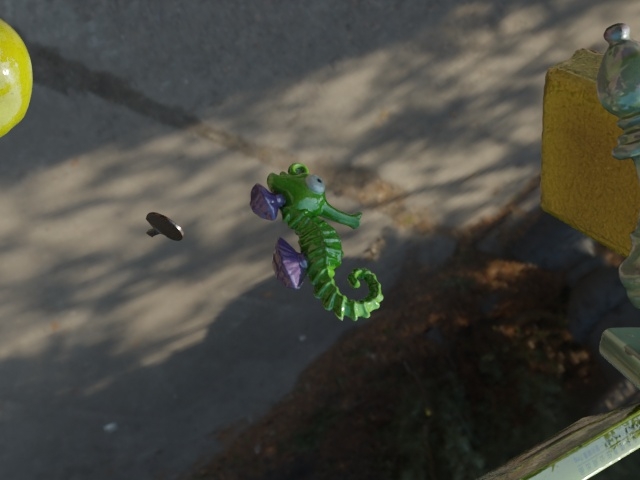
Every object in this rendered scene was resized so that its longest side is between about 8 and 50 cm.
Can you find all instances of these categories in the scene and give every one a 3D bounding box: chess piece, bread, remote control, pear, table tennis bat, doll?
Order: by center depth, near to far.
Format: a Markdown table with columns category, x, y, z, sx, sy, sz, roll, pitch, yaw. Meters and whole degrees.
| category | x | y | z | sx | sy | sz | roll | pitch | yaw |
| --- | --- | --- | --- | --- | --- | --- | --- | --- | --- |
| chess piece | 0.325 | -0.078 | 1.061 | 0.139 | 0.271 | 0.139 | -17 | 180 | 0 |
| doll | 0.000 | 0.000 | 1.118 | 0.115 | 0.190 | 0.050 | -8 | 151 | -24 |
| table tennis bat | -0.190 | -0.015 | 1.328 | 0.007 | 0.050 | 0.083 | -58 | -163 | -22 |
| pear | -0.467 | -0.214 | 1.426 | 0.198 | 0.198 | 0.198 | -20 | 148 | -13 |
| remote control | 0.502 | 0.192 | 1.517 | 0.140 | 0.296 | 0.056 | 2 | 106 | -12 |
| bread | 0.549 | -0.149 | 2.016 | 0.143 | 0.333 | 0.323 | -21 | 125 | -26 |

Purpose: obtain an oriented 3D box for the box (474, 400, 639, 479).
| category | x | y | z | sx | sy | sz | roll | pitch | yaw |
| --- | --- | --- | --- | --- | --- | --- | --- | --- | --- |
| box | 0.285 | 0.274 | 1.355 | 0.311 | 0.043 | 0.173 | -19 | 170 | -35 |
